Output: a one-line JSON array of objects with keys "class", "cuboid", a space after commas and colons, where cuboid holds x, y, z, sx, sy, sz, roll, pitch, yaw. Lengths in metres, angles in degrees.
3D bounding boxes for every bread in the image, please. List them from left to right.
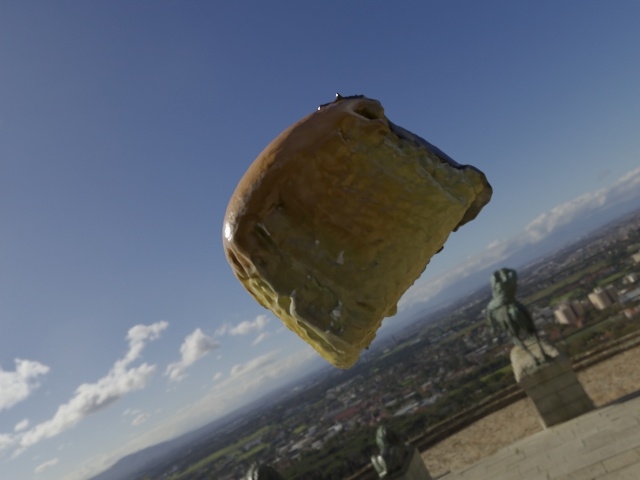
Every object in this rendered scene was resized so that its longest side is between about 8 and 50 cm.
[{"class": "bread", "cuboid": [0.000, 0.000, 0.508, 0.162, 0.204, 0.262, -27, -29, -55]}]
